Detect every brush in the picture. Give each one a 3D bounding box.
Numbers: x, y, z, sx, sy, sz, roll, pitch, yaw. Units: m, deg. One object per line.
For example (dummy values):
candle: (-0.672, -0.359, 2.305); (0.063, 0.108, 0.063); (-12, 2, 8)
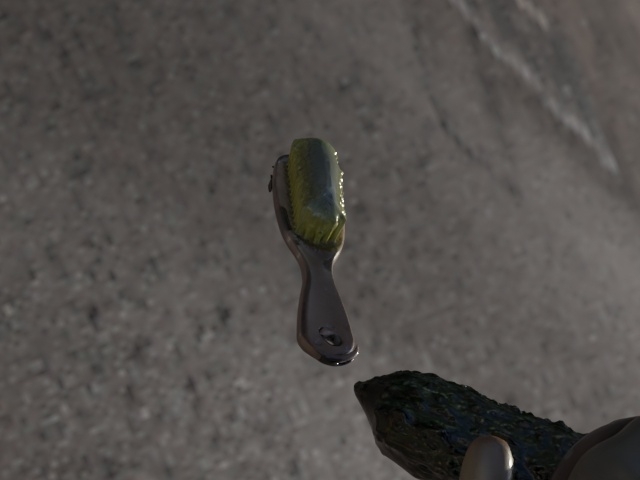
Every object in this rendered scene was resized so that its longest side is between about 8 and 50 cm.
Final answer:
brush: (-0.001, -0.001, 1.815); (0.072, 0.067, 0.313); (10, 36, -12)

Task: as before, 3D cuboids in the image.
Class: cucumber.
cucumber: (0.185, 0.183, 1.466); (0.096, 0.359, 0.096); (19, 90, -78)

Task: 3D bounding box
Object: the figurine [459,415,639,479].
figurine: (0.185, 0.218, 1.241); (0.248, 0.381, 0.203); (5, 77, -30)
